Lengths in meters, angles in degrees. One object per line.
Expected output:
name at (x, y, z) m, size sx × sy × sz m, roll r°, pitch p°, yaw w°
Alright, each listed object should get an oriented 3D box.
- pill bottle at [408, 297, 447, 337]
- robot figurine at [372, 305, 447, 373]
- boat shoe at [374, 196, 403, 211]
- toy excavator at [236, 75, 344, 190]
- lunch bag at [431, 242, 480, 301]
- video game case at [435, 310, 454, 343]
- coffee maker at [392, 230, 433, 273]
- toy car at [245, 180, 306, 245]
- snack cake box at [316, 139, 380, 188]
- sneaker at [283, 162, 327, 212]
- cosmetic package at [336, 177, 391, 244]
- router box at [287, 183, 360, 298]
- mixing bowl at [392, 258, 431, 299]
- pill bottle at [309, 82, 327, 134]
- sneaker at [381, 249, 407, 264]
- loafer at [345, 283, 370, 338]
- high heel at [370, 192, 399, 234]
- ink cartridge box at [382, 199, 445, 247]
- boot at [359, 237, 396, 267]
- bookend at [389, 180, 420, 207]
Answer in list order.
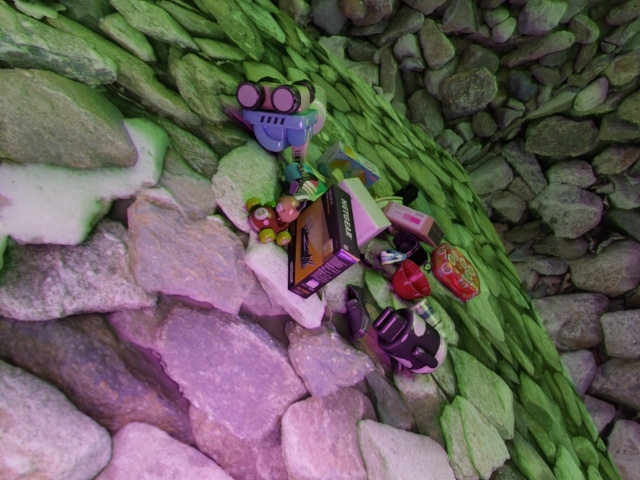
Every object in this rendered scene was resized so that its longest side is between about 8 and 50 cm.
pill bottle at (0.436, 0.328, 1.829) m, size 0.169 × 0.094 × 0.094 m, roll 56°, pitch 30°, yaw 8°
robot figurine at (0.311, 0.348, 1.568) m, size 0.278 × 0.174 × 0.209 m, roll 39°, pitch 43°, yaw -20°
boat shoe at (0.257, -0.138, 2.057) m, size 0.303 × 0.113 × 0.103 m, roll -10°, pitch 85°, yaw -31°
toy excavator at (-0.106, -0.407, 1.817) m, size 0.434 × 0.444 × 0.222 m, roll 11°, pitch 29°, yaw 15°
lunch bag at (0.709, 0.174, 2.338) m, size 0.293 × 0.120 × 0.258 m, roll 40°, pitch 32°, yaw -19°
video game case at (0.508, 0.379, 1.944) m, size 0.157 × 0.019 × 0.143 m, roll 1°, pitch 56°, yaw -53°
coffee maker at (0.415, 0.048, 2.000) m, size 0.171 × 0.120 × 0.178 m, roll 26°, pitch -5°, yaw 30°
toy car at (-0.125, -0.100, 1.453) m, size 0.149 × 0.188 × 0.154 m, roll 7°, pitch 51°, yaw -50°
snack cake box at (0.130, -0.332, 2.089) m, size 0.265 × 0.152 × 0.089 m, roll 26°, pitch 38°, yaw -35°
sneaker at (-0.088, -0.201, 1.679) m, size 0.178 × 0.124 × 0.296 m, roll 55°, pitch 30°, yaw 7°
cosmetic package at (0.099, -0.079, 1.695) m, size 0.224 × 0.224 × 0.138 m, roll 55°, pitch 30°, yaw 8°
router box at (0.000, 0.000, 1.459) m, size 0.081 × 0.243 × 0.308 m, roll 32°, pitch 34°, yaw -30°
mixing bowl at (0.367, 0.180, 1.895) m, size 0.181 × 0.098 × 0.181 m, roll 35°, pitch 33°, yaw -26°
pill bottle at (-0.049, -0.632, 2.168) m, size 0.160 × 0.160 × 0.283 m, roll 35°, pitch 33°, yaw -25°
sneaker at (0.306, 0.062, 1.866) m, size 0.144 × 0.053 × 0.059 m, roll -9°, pitch 80°, yaw -41°
loafer at (0.118, 0.236, 1.531) m, size 0.078 × 0.076 × 0.223 m, roll 31°, pitch 30°, yaw -21°
high heel at (0.348, -0.131, 2.210) m, size 0.261 × 0.093 × 0.186 m, roll 23°, pitch 45°, yaw -25°
ink cartridge box at (0.408, -0.071, 1.984) m, size 0.235 × 0.088 × 0.193 m, roll 29°, pitch -3°, yaw 34°
boot at (0.218, 0.057, 1.876) m, size 0.247 × 0.083 × 0.161 m, roll 39°, pitch 45°, yaw -23°
bookend at (0.438, -0.210, 2.361) m, size 0.072 × 0.156 × 0.157 m, roll 42°, pitch 32°, yaw -16°
